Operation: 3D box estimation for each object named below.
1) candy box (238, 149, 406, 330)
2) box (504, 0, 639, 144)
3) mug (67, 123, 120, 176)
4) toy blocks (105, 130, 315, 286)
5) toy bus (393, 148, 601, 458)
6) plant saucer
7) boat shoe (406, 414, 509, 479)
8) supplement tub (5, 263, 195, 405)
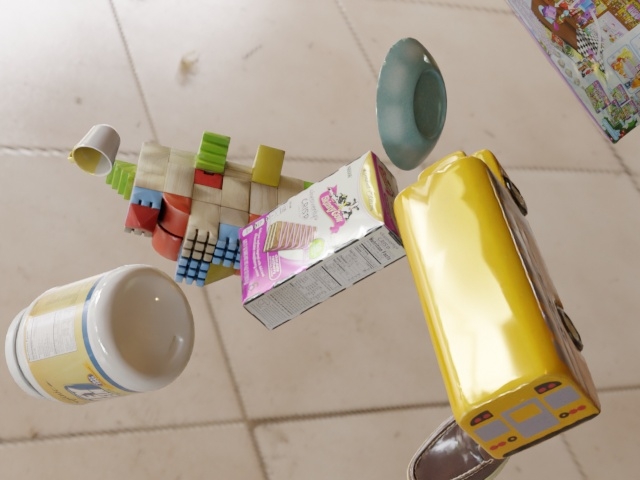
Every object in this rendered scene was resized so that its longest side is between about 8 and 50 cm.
[{"bbox_3d":[0.000,0.000,1.485,0.071,0.233,0.159,45,24,-36],"label":"candy box"},{"bbox_3d":[0.426,-0.314,1.595,0.293,0.201,0.057,49,10,-20],"label":"box"},{"bbox_3d":[-0.336,-0.141,1.622,0.078,0.062,0.064,15,51,5],"label":"mug"},{"bbox_3d":[-0.176,-0.027,1.803,0.382,0.190,0.261,13,34,-10],"label":"toy blocks"},{"bbox_3d":[0.155,0.038,1.031,0.130,0.108,0.332,43,25,-42],"label":"toy bus"},{"bbox_3d":[0.144,-0.198,1.583,0.037,0.194,0.195,5,30,33],"label":"plant saucer"},{"bbox_3d":[0.273,0.278,1.701,0.342,0.123,0.123,-33,56,-3],"label":"boat shoe"},{"bbox_3d":[-0.259,0.114,1.266,0.144,0.200,0.144,19,64,-44],"label":"supplement tub"}]
